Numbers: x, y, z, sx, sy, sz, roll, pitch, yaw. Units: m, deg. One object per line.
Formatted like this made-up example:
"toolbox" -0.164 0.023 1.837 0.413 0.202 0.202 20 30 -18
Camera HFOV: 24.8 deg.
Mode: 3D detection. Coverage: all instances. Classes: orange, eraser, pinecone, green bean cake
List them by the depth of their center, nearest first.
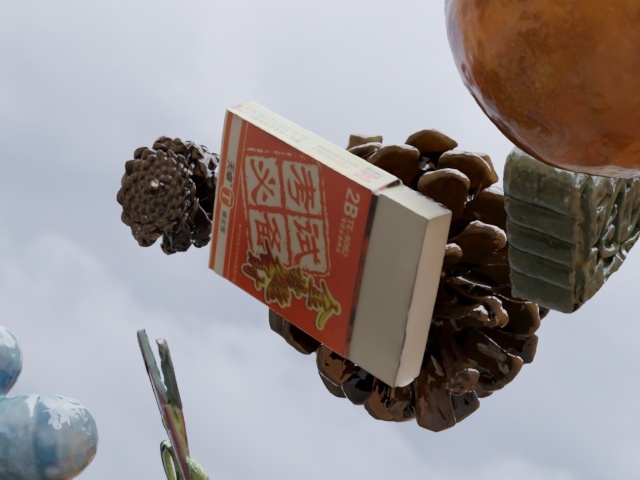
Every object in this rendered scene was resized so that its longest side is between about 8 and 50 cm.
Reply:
"orange" 0.234 -0.183 1.101 0.284 0.284 0.226 9 -38 31
"eraser" 0.000 0.000 1.195 0.230 0.038 0.157 30 -56 35
"green bean cake" 0.255 -0.042 1.411 0.094 0.183 0.185 22 -42 27
"pinecone" -0.162 -0.049 1.670 0.140 0.140 0.121 5 -4 38
"pinecone" 0.104 0.062 1.725 0.384 0.384 0.384 19 -21 8

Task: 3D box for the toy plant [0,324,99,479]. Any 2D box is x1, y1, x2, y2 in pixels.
"toy plant" -0.367 0.199 1.337 0.332 0.247 0.247 -5 -24 1

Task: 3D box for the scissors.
"scissors" -0.139 0.173 1.380 0.133 0.020 0.187 18 -56 62
